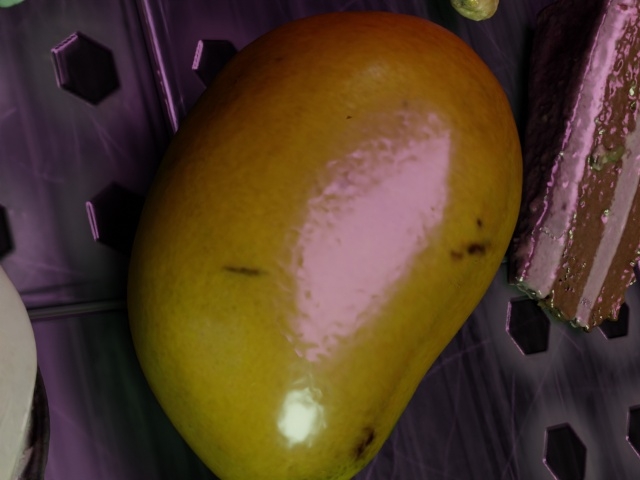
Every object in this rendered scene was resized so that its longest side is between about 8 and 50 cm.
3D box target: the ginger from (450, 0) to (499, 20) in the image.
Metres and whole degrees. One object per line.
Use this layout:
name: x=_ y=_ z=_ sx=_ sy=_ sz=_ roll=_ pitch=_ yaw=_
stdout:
ginger: x=0.061 y=-0.266 z=1.098 sx=0.176 sy=0.052 sz=0.193 roll=9 pitch=59 yaw=-38

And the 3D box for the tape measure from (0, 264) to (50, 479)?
tape measure: x=-0.228 y=0.074 z=0.646 sx=0.271 sy=0.133 sz=0.231 roll=47 pitch=33 yaw=-10

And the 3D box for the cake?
cake: x=0.213 y=-0.076 z=1.137 sx=0.116 sy=0.113 sz=0.295 roll=25 pitch=71 yaw=-28

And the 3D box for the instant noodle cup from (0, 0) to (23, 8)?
instant noodle cup: x=-0.229 y=-0.294 z=0.742 sx=0.308 sy=0.294 sz=0.294 roll=32 pitch=55 yaw=-35

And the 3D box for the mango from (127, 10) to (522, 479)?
mango: x=0.000 y=0.000 z=0.852 sx=0.211 sy=0.173 sz=0.317 roll=26 pitch=63 yaw=-5
